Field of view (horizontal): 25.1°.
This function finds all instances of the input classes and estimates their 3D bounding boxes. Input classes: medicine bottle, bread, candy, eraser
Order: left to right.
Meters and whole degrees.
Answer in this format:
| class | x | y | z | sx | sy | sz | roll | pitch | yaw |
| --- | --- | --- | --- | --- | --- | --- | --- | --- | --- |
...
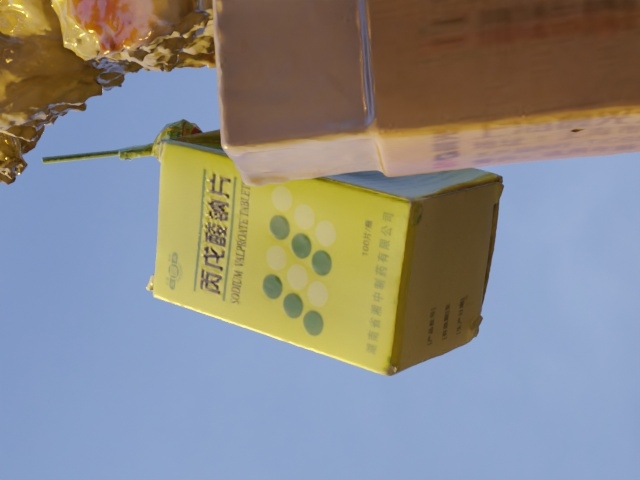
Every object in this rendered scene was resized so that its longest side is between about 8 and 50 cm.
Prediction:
| class | x | y | z | sx | sy | sz | roll | pitch | yaw |
| --- | --- | --- | --- | --- | --- | --- | --- | --- | --- |
| bread | -0.170 | -0.179 | 0.989 | 0.171 | 0.314 | 0.192 | -19 | -97 | -55 |
| candy | -0.225 | -0.102 | 1.647 | 0.062 | 0.193 | 0.058 | -84 | -13 | -58 |
| medicine bottle | 0.000 | 0.000 | 1.127 | 0.141 | 0.250 | 0.137 | -18 | -63 | -52 |
| eraser | 0.123 | -0.112 | 0.645 | 0.078 | 0.343 | 0.144 | 63 | -158 | -77 |
